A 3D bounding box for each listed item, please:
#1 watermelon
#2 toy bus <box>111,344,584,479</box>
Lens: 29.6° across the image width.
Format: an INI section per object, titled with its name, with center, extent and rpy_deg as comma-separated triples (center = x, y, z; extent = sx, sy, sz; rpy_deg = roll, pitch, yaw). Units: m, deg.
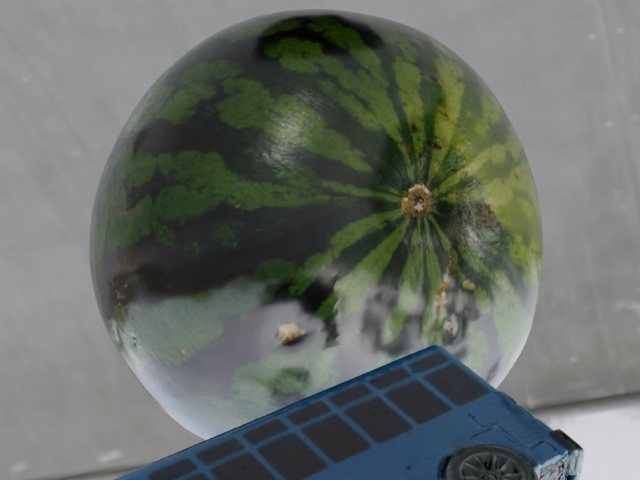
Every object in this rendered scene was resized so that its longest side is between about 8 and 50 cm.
[watermelon]
center = 0.000, 0.000, 0.756
extent = 0.285, 0.285, 0.285
rpy_deg = -10, 177, -1
[toy bus]
center = -0.004, 0.117, 0.440
extent = 0.184, 0.090, 0.106
rpy_deg = -18, -141, -31
